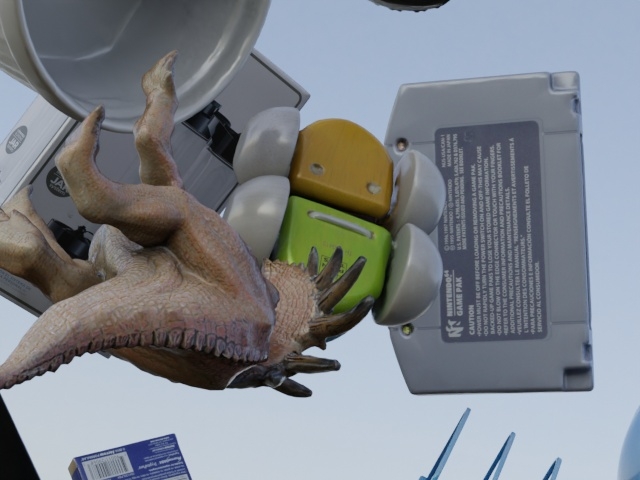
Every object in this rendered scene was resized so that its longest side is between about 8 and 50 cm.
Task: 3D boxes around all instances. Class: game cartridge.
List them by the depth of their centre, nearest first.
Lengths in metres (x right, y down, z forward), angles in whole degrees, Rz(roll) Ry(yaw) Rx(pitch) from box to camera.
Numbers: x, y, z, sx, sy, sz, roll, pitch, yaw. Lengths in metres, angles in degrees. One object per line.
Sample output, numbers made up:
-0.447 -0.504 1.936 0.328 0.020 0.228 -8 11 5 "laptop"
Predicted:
0.149 -0.005 1.274 0.196 0.294 0.060 -2 -6 12 "game cartridge"

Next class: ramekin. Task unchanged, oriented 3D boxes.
-0.136 -0.179 0.858 0.109 0.207 0.207 22 -14 39 "ramekin"

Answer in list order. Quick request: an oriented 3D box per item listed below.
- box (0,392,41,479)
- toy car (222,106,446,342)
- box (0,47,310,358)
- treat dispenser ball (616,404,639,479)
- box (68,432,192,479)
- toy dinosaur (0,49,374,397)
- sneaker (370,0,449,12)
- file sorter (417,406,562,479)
-0.300 0.219 1.211 0.184 0.103 0.261 30 -38 58 "box"
0.000 0.000 1.012 0.159 0.182 0.136 19 -46 -12 "toy car"
-0.166 -0.066 1.158 0.169 0.290 0.087 38 0 -33 "box"
0.422 0.232 1.273 0.288 0.288 0.288 14 -21 6 "treat dispenser ball"
-0.195 0.345 1.611 0.136 0.225 0.036 -9 -30 -32 "box"
-0.062 0.028 0.691 0.200 0.127 0.296 47 11 -8 "toy dinosaur"
0.036 -0.341 1.509 0.271 0.100 0.108 33 0 9 "sneaker"
0.149 0.220 1.026 0.170 0.118 0.104 28 -60 7 "file sorter"
